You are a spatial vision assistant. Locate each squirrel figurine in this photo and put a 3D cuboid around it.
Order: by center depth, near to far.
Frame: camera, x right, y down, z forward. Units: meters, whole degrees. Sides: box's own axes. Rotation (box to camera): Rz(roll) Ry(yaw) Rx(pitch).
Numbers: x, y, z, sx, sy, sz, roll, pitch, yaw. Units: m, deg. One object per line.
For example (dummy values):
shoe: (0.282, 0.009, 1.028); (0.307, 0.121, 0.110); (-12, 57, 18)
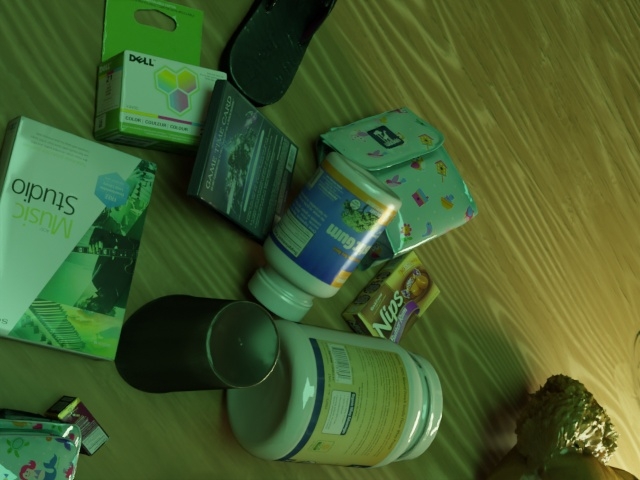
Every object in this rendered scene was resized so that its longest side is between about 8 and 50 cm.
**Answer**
squirrel figurine: (0.534, 0.473, 1.994); (0.370, 0.281, 0.397); (6, 84, -43)

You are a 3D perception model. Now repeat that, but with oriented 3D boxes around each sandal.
sandal: (-0.032, -0.436, 1.749); (0.167, 0.107, 0.445); (31, 68, -31)

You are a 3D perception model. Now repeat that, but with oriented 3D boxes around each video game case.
video game case: (-0.121, -0.118, 1.627); (0.274, 0.026, 0.196); (37, 62, -59)

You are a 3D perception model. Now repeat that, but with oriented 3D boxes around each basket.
basket: (-0.176, 0.159, 1.511); (0.204, 0.227, 0.154); (-20, 98, -37)

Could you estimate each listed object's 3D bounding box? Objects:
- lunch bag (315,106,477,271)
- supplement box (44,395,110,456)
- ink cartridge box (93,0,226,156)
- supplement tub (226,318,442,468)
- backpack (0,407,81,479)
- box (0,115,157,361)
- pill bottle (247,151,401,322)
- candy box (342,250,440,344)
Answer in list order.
lunch bag: (0.131, -0.110, 1.813); (0.223, 0.160, 0.262); (-23, 87, -31)
supplement box: (-0.363, 0.277, 1.466); (0.043, 0.055, 0.083); (-44, 112, -31)
ink cartridge box: (-0.252, -0.277, 1.577); (0.189, 0.097, 0.255); (7, 82, -36)
supplement tub: (0.027, 0.264, 1.651); (0.316, 0.228, 0.228); (14, 77, -35)
backpack: (-0.460, 0.334, 1.316); (0.253, 0.191, 0.225); (16, 77, -30)
box: (-0.388, 0.002, 1.473); (0.232, 0.058, 0.322); (19, 76, -34)
pill bottle: (0.000, 0.000, 1.648); (0.152, 0.152, 0.272); (29, 102, -31)
candy box: (0.135, 0.118, 1.857); (0.186, 0.053, 0.109); (-47, 113, -32)
